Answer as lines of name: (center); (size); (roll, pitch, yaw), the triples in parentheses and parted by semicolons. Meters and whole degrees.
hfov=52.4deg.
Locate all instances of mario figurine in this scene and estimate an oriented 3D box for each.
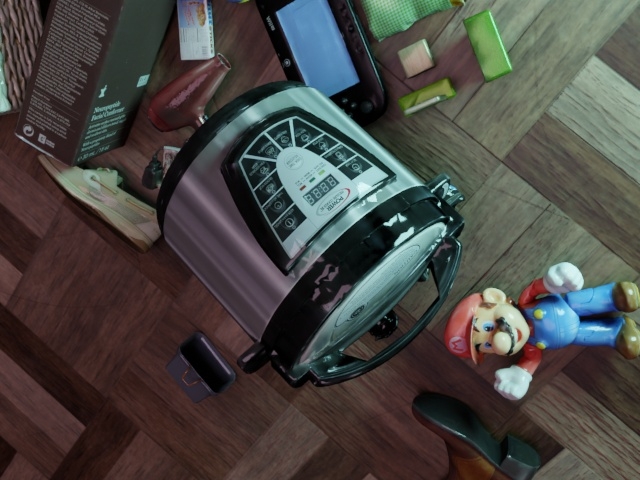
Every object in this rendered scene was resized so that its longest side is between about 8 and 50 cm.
mario figurine: (0.371, 0.157, 1.098); (0.320, 0.170, 0.198); (-8, 67, 12)

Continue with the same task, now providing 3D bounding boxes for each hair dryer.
hair dryer: (-0.227, -0.218, 1.268); (0.223, 0.080, 0.294); (11, 114, -1)

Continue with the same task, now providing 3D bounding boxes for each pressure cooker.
pressure cooker: (0.002, 0.001, 1.032); (0.420, 0.375, 0.370); (46, 122, 16)

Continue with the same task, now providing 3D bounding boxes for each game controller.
game controller: (0.000, -0.342, 1.147); (0.166, 0.067, 0.319); (-21, 97, 22)

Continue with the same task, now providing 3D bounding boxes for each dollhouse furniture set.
dollhouse furniture set: (0.160, -0.371, 1.040); (0.197, 0.151, 0.302); (-21, 97, 22)

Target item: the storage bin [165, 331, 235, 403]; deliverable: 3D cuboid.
storage bin: (-0.268, 0.284, 1.396); (0.135, 0.098, 0.091); (49, 124, 1)

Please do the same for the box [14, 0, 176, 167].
box: (-0.406, -0.343, 1.200); (0.143, 0.191, 0.382); (29, 116, 4)

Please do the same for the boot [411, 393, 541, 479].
boot: (0.253, 0.462, 1.288); (0.264, 0.096, 0.281); (26, 118, 2)

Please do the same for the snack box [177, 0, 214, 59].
snack box: (-0.237, -0.433, 1.225); (0.064, 0.022, 0.179); (4, 106, 18)

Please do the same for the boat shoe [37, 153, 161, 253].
boat shoe: (-0.451, -0.098, 1.354); (0.302, 0.109, 0.098); (37, 73, 6)

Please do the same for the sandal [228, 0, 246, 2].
sandal: (-0.200, -0.559, 1.109); (0.126, 0.138, 0.318); (-19, 97, 37)

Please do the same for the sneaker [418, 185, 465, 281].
sneaker: (0.207, -0.008, 1.168); (0.078, 0.067, 0.188); (22, 107, 18)

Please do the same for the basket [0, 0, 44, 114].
basket: (-0.719, -0.378, 1.238); (0.328, 0.266, 0.332); (-1, 104, 32)
